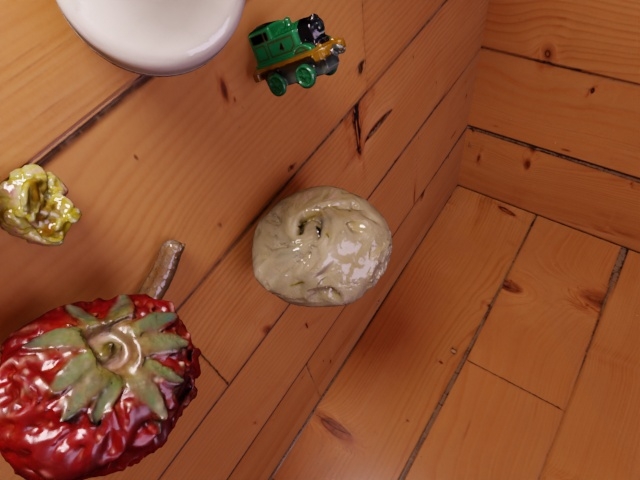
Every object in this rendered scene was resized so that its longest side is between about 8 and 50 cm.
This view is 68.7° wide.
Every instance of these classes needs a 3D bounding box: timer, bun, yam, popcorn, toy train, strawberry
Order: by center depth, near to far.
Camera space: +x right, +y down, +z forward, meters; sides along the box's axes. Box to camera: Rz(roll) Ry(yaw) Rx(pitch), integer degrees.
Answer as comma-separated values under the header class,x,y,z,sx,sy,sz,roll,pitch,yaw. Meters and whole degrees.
class,x,y,z,sx,sy,sz,roll,pitch,yaw
timer,-0.204,-0.321,0.557,0.233,0.240,0.234,-4,101,-20
popcorn,-0.394,-0.042,0.650,0.096,0.089,0.109,-25,140,-39
strawberry,-0.389,0.260,0.792,0.345,0.295,0.317,-41,-167,38
toy train,-0.052,-0.363,0.904,0.091,0.227,0.136,-43,119,-38
yam,-0.341,0.106,0.944,0.241,0.056,0.057,-63,156,2
bun,0.000,0.000,1.195,0.235,0.361,0.326,75,5,-57
